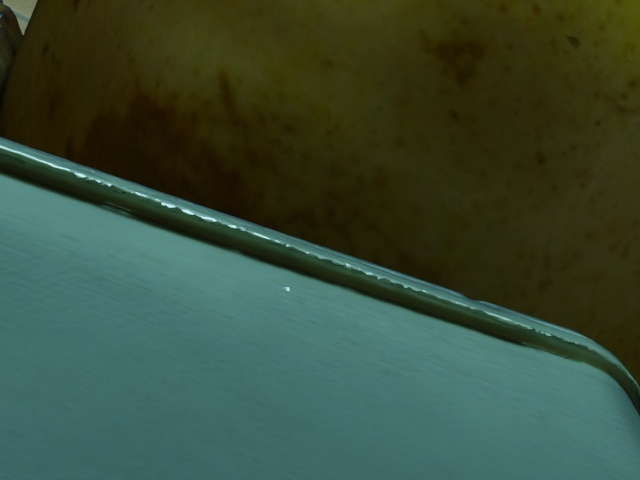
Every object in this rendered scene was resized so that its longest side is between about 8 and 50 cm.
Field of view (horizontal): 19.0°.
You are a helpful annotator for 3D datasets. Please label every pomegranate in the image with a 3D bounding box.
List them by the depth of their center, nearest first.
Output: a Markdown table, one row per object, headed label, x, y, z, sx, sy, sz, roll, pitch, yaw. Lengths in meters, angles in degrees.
| label | x | y | z | sx | sy | sz | roll | pitch | yaw |
| --- | --- | --- | --- | --- | --- | --- | --- | --- | --- |
| pomegranate | 0.039 | -0.051 | 0.967 | 0.417 | 0.416 | 0.416 | 20 | 11 | -4 |

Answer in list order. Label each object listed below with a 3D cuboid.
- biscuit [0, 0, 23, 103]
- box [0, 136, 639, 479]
| label | x | y | z | sx | sy | sz | roll | pitch | yaw |
| --- | --- | --- | --- | --- | --- | --- | --- | --- | --- |
| biscuit | -0.318 | -0.082 | 1.002 | 0.326 | 0.107 | 0.326 | 0 | 17 | 0 |
| box | -0.053 | 0.108 | 0.540 | 0.352 | 0.177 | 0.344 | 19 | 13 | -10 |
